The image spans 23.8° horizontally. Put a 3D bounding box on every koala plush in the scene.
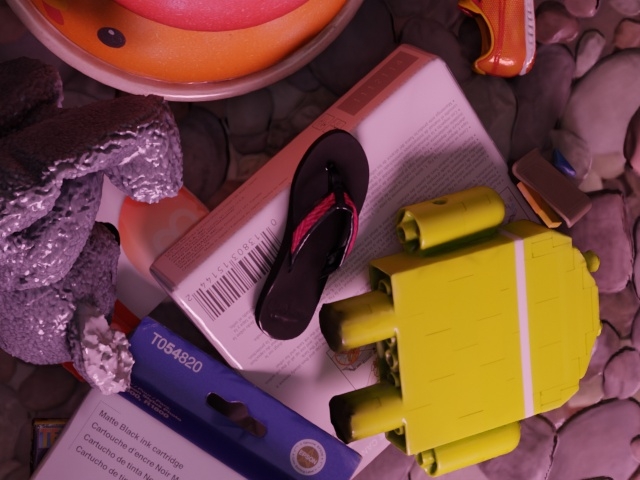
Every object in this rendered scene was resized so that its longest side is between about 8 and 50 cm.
[{"bbox_3d":[-0.221,0.007,1.164,0.203,0.196,0.221,-38,135,-37],"label":"koala plush"}]

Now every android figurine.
[{"bbox_3d":[0.129,0.078,1.292,0.273,0.056,0.248,-17,111,-24],"label":"android figurine"}]

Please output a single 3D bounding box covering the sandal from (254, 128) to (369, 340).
[{"bbox_3d":[0.000,0.000,1.214,0.067,0.040,0.179,14,99,-29],"label":"sandal"}]

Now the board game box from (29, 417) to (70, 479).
[{"bbox_3d":[-0.158,0.220,1.269,0.170,0.048,0.141,3,87,-12],"label":"board game box"}]

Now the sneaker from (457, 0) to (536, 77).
[{"bbox_3d":[0.155,-0.232,1.335,0.067,0.064,0.175,-1,87,-2],"label":"sneaker"}]

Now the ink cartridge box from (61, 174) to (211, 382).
[{"bbox_3d":[-0.189,0.007,1.268,0.145,0.045,0.179,43,79,-8],"label":"ink cartridge box"}]

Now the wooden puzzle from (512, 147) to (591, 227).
[{"bbox_3d":[0.200,-0.045,1.320,0.078,0.116,0.014,50,122,13],"label":"wooden puzzle"}]

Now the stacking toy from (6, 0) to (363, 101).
[{"bbox_3d":[-0.074,-0.295,1.074,0.351,0.480,0.350,0,89,-12],"label":"stacking toy"}]

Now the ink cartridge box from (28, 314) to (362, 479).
[{"bbox_3d":[-0.112,0.210,1.214,0.223,0.045,0.224,33,86,-2],"label":"ink cartridge box"}]

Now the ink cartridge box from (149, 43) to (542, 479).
[{"bbox_3d":[0.043,0.025,1.306,0.296,0.066,0.261,-42,120,-9],"label":"ink cartridge box"}]
